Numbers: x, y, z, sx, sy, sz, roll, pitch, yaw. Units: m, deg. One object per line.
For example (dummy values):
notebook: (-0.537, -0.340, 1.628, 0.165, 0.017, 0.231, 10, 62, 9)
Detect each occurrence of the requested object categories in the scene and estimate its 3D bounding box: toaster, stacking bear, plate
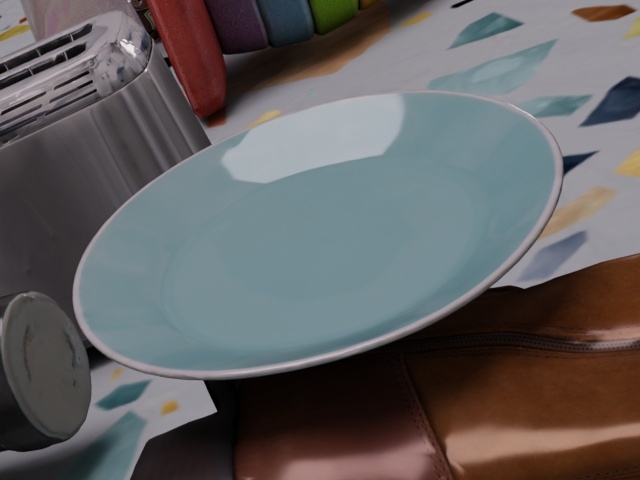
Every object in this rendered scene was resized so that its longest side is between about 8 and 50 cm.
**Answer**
toaster: (-0.138, -0.022, 0.923, 0.227, 0.146, 0.129, -23, 21, 7)
stacking bear: (0.009, -0.227, 1.253, 0.289, 0.164, 0.175, -22, 20, -3)
plate: (0.000, 0.000, 0.645, 0.188, 0.024, 0.188, -15, 30, 9)

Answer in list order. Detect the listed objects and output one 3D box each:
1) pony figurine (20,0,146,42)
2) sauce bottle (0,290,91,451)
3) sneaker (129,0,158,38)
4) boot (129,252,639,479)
pony figurine: (-0.157, -0.335, 1.395, 0.303, 0.351, 0.363, -30, 26, -6)
sauce bottle: (-0.272, 0.099, 0.831, 0.344, 0.111, 0.111, -19, 21, 23)
sneaker: (-0.136, -0.207, 1.518, 0.188, 0.066, 0.071, -25, 39, 10)
boot: (0.076, 0.018, 0.647, 0.280, 0.096, 0.264, -19, 21, 16)
